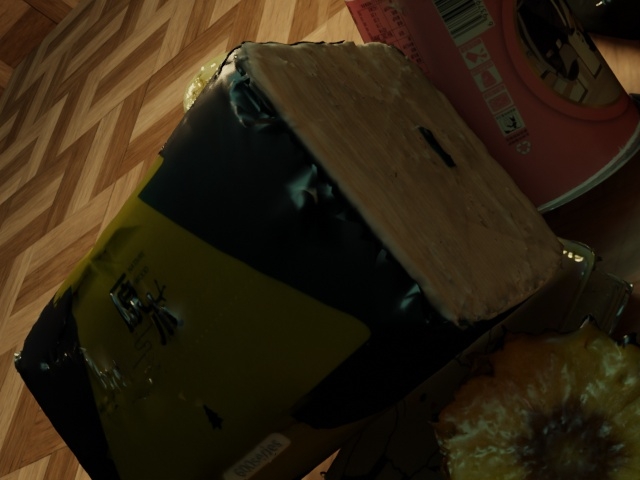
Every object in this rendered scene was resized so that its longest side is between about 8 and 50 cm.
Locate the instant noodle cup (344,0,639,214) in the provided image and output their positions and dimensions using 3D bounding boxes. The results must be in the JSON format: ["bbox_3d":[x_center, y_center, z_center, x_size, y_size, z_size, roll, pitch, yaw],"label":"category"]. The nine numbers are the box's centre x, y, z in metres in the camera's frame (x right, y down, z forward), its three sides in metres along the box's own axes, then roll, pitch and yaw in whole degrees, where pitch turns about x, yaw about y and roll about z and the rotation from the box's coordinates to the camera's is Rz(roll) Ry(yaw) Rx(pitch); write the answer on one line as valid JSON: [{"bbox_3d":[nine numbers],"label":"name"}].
[{"bbox_3d":[0.154,-0.172,0.891,0.243,0.255,0.244,-30,20,12],"label":"instant noodle cup"}]

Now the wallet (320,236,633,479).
[{"bbox_3d":[0.132,0.133,0.856,0.310,0.077,0.223,-59,27,-1],"label":"wallet"}]

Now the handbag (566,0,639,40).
[{"bbox_3d":[0.339,-0.344,1.020,0.275,0.088,0.244,-56,27,6],"label":"handbag"}]

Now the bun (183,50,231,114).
[{"bbox_3d":[-0.175,-0.252,1.648,0.164,0.111,0.188,11,66,55],"label":"bun"}]

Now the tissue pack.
[{"bbox_3d":[-0.044,0.059,0.815,0.264,0.253,0.416,53,126,13],"label":"tissue pack"}]

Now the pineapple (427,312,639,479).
[{"bbox_3d":[0.185,0.164,0.694,0.224,0.076,0.225,-7,70,20],"label":"pineapple"}]
